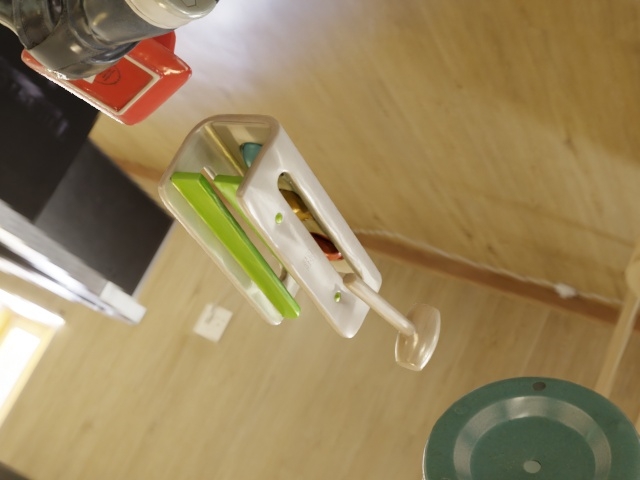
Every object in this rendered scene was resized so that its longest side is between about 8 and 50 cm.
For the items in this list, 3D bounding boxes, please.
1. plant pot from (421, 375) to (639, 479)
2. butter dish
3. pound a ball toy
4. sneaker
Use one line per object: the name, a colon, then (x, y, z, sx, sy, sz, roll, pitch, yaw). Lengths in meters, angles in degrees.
plant pot: (0.197, 0.270, 0.875, 0.272, 0.271, 0.255, 16, 136, 34)
butter dish: (-0.233, -0.232, 1.111, 0.160, 0.118, 0.160, 31, 145, -24)
pound a ball toy: (0.000, 0.000, 1.090, 0.208, 0.135, 0.319, 6, 147, 37)
sneaker: (-0.107, -0.192, 0.588, 0.163, 0.226, 0.086, -17, 129, 42)
